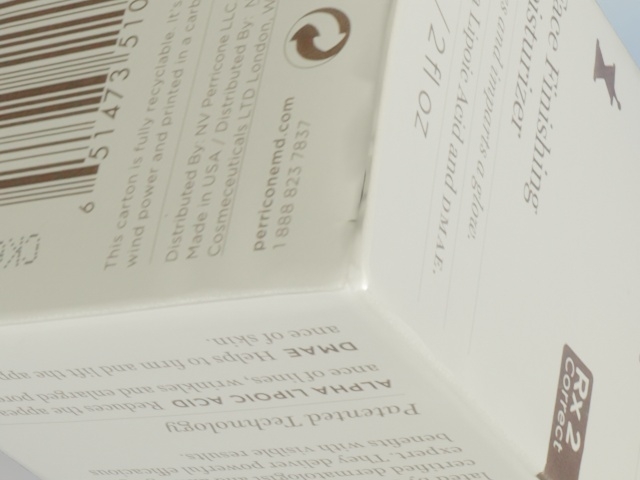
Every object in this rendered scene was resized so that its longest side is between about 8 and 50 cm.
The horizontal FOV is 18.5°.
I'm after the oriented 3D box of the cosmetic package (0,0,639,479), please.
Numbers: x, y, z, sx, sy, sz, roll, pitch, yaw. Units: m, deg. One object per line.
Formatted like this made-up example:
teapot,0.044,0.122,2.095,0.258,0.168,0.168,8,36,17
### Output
cosmetic package,0.000,0.000,0.548,0.151,0.151,0.183,-7,147,30
